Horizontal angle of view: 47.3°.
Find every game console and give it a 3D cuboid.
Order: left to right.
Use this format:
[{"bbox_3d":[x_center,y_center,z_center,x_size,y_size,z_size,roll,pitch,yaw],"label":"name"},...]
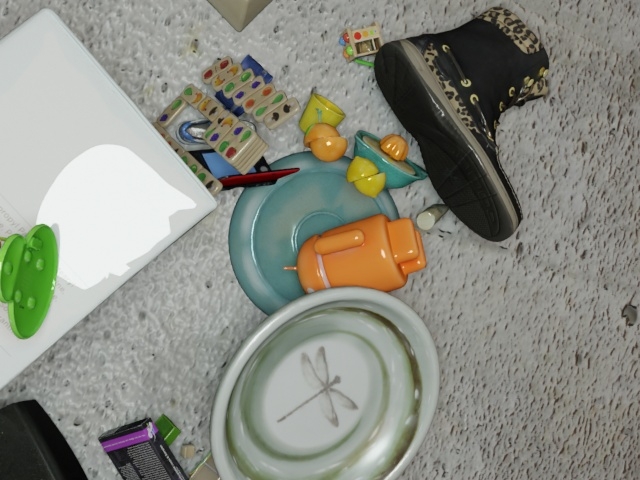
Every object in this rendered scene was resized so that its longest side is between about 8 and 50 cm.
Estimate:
[{"bbox_3d":[-0.128,-0.126,1.172,0.144,0.085,0.124,-10,58,-35],"label":"game console"}]

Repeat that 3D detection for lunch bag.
[{"bbox_3d":[-0.128,-0.252,1.223,0.065,0.067,0.098,39,84,-10],"label":"lunch bag"}]

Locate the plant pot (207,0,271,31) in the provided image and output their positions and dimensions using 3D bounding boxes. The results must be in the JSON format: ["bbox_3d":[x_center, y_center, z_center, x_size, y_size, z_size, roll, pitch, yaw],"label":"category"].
[{"bbox_3d":[-0.130,-0.430,1.206,0.109,0.096,0.109,44,81,-11],"label":"plant pot"}]

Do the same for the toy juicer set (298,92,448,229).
[{"bbox_3d":[0.113,-0.125,1.210,0.329,0.209,0.089,32,110,-12],"label":"toy juicer set"}]

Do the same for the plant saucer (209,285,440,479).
[{"bbox_3d":[0.003,0.253,1.171,0.400,0.100,0.400,-8,107,-26],"label":"plant saucer"}]

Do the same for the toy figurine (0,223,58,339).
[{"bbox_3d":[-0.391,0.030,0.788,0.159,0.173,0.130,8,77,-2],"label":"toy figurine"}]

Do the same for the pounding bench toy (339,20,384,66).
[{"bbox_3d":[0.074,-0.331,1.280,0.065,0.052,0.083,-17,95,-13],"label":"pounding bench toy"}]

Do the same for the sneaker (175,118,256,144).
[{"bbox_3d":[-0.171,-0.180,1.218,0.135,0.058,0.052,-6,92,-14],"label":"sneaker"}]

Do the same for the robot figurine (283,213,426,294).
[{"bbox_3d":[0.057,0.036,1.180,0.219,0.158,0.128,-17,97,15],"label":"robot figurine"}]

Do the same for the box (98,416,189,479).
[{"bbox_3d":[-0.276,0.369,1.177,0.162,0.116,0.029,62,34,-7],"label":"box"}]

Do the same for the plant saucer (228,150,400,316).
[{"bbox_3d":[0.000,0.000,1.271,0.317,0.044,0.318,0,90,-14],"label":"plant saucer"}]

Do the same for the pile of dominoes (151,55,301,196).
[{"bbox_3d":[-0.165,-0.192,1.124,0.196,0.251,0.040,-48,140,-1],"label":"pile of dominoes"}]

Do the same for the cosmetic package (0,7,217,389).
[{"bbox_3d":[-0.406,-0.042,1.022,0.393,0.329,0.327,-42,99,-9],"label":"cosmetic package"}]

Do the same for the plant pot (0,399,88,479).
[{"bbox_3d":[-0.476,0.341,1.094,0.188,0.187,0.167,-22,84,-13],"label":"plant pot"}]

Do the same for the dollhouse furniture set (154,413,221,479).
[{"bbox_3d":[-0.220,0.361,1.230,0.076,0.058,0.152,-50,120,-16],"label":"dollhouse furniture set"}]

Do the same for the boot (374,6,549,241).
[{"bbox_3d":[0.291,-0.215,1.255,0.284,0.138,0.377,-32,87,-29],"label":"boot"}]
